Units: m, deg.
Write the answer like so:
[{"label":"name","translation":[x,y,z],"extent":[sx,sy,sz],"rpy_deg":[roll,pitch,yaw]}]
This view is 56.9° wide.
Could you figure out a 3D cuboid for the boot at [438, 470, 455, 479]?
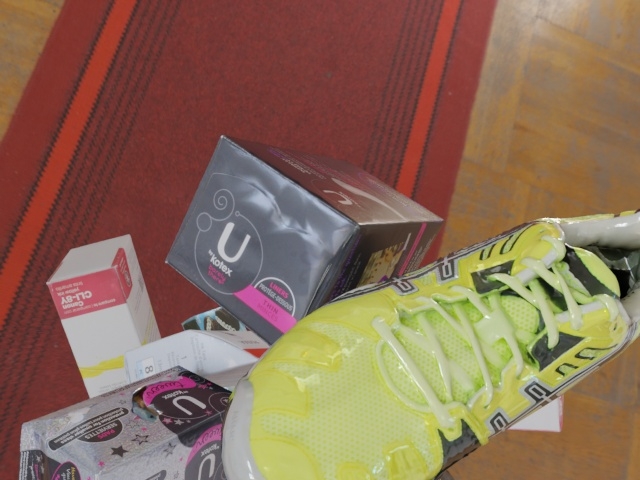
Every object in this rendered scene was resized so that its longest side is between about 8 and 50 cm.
[{"label":"boot","translation":[0.165,0.395,0.760],"extent":[0.222,0.338,0.118],"rpy_deg":[26,87,35]}]

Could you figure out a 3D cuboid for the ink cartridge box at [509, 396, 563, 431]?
[{"label":"ink cartridge box","translation":[0.278,0.209,0.885],"extent":[0.158,0.218,0.092],"rpy_deg":[-4,91,23]}]

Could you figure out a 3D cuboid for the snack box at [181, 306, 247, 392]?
[{"label":"snack box","translation":[-0.248,0.346,1.665],"extent":[0.060,0.187,0.322],"rpy_deg":[-30,83,27]}]

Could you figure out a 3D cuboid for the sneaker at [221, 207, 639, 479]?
[{"label":"sneaker","translation":[0.105,0.055,0.402],"extent":[0.384,0.147,0.145],"rpy_deg":[-22,67,-34]}]

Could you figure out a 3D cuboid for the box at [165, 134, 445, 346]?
[{"label":"box","translation":[0.000,0.000,0.633],"extent":[0.165,0.270,0.143],"rpy_deg":[34,106,22]}]

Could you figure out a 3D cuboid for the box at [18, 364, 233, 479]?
[{"label":"box","translation":[-0.229,0.284,0.752],"extent":[0.142,0.247,0.164],"rpy_deg":[17,104,29]}]

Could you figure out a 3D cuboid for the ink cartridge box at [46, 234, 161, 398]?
[{"label":"ink cartridge box","translation":[-0.504,0.215,1.455],"extent":[0.160,0.279,0.385],"rpy_deg":[-15,108,-8]}]

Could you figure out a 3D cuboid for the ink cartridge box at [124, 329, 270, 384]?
[{"label":"ink cartridge box","translation":[-0.087,0.177,1.022],"extent":[0.384,0.308,0.091],"rpy_deg":[-22,72,21]}]
